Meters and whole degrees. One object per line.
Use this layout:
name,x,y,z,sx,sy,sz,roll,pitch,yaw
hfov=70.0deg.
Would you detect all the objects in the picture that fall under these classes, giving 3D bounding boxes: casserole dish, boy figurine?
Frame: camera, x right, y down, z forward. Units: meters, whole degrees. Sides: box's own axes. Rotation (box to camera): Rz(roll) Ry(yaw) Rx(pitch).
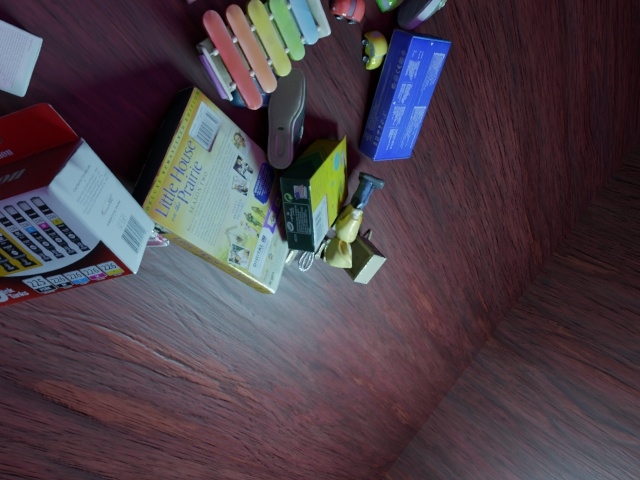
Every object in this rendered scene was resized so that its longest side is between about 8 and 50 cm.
casserole dish,-0.136,-0.364,1.073,0.188,0.037,0.114,-13,122,-38
boy figurine,0.096,-0.055,1.333,0.177,0.092,0.285,62,49,-85

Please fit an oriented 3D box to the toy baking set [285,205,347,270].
toy baking set,0.002,-0.006,1.378,0.256,0.030,0.197,-14,124,-46

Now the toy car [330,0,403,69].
toy car,0.155,-0.597,1.186,0.225,0.053,0.239,-53,137,-4

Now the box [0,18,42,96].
box,-0.511,-0.298,0.725,0.087,0.101,0.102,17,101,-46

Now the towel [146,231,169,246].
towel,-0.417,-0.047,0.932,0.197,0.144,0.029,52,48,-46

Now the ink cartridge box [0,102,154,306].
ink cartridge box,-0.494,-0.042,0.751,0.309,0.130,0.272,-14,133,15

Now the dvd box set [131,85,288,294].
dvd box set,-0.207,-0.093,1.052,0.420,0.062,0.308,39,57,-47

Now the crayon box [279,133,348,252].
crayon box,-0.004,-0.137,1.215,0.318,0.081,0.202,-57,149,-53

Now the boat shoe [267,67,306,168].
boat shoe,-0.079,-0.292,1.101,0.079,0.084,0.233,-45,147,-70

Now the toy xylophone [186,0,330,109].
toy xylophone,-0.137,-0.444,0.959,0.323,0.081,0.236,-49,127,-16

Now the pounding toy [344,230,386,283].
pounding toy,0.138,0.047,1.499,0.100,0.141,0.130,17,116,-46

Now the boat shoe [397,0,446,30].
boat shoe,0.319,-0.685,1.248,0.302,0.109,0.094,-57,139,-5

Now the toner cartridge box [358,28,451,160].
toner cartridge box,0.236,-0.406,1.311,0.165,0.075,0.348,-13,131,-38
